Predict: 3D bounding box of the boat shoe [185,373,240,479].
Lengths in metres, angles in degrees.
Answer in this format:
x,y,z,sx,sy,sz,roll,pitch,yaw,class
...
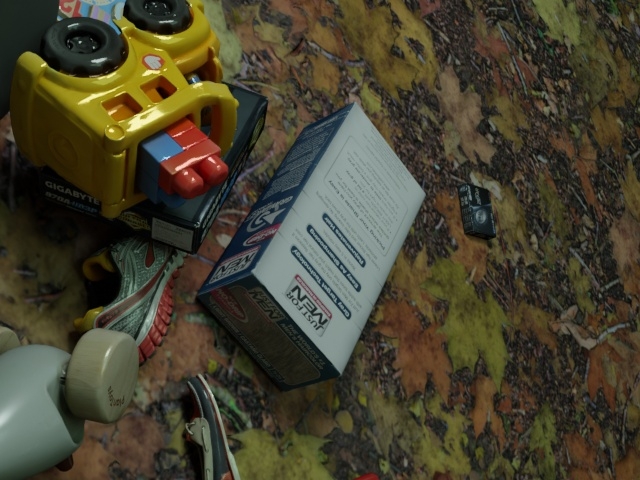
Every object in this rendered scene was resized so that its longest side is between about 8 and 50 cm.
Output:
x,y,z,sx,sy,sz,roll,pitch,yaw,class
-0.123,0.213,1.148,0.043,0.049,0.137,-17,86,-11,boat shoe

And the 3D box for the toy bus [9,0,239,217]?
x,y,z,sx,sy,sz,roll,pitch,yaw,class
-0.155,-0.122,1.038,0.211,0.149,0.220,39,52,21,toy bus

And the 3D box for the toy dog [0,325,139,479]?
x,y,z,sx,sy,sz,roll,pitch,yaw,class
-0.278,0.204,0.887,0.334,0.220,0.161,-39,135,-42,toy dog

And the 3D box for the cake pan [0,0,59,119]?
x,y,z,sx,sy,sz,roll,pitch,yaw,class
-0.336,-0.186,0.917,0.054,0.293,0.293,33,34,20,cake pan

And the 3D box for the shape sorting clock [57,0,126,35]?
x,y,z,sx,sy,sz,roll,pitch,yaw,class
-0.273,-0.319,1.220,0.206,0.040,0.206,23,57,-41,shape sorting clock

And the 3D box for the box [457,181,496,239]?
x,y,z,sx,sy,sz,roll,pitch,yaw,class
0.252,-0.047,1.713,0.067,0.018,0.083,15,63,-45,box

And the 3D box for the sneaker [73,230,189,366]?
x,y,z,sx,sy,sz,roll,pitch,yaw,class
-0.194,0.018,1.121,0.093,0.088,0.225,31,48,-28,sneaker

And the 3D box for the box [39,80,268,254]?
x,y,z,sx,sy,sz,roll,pitch,yaw,class
-0.173,-0.100,1.151,0.175,0.051,0.220,20,49,5,box

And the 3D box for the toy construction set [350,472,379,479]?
x,y,z,sx,sy,sz,roll,pitch,yaw,class
0.032,0.421,1.121,0.237,0.257,0.308,-11,61,-38,toy construction set

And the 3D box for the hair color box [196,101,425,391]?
x,y,z,sx,sy,sz,roll,pitch,yaw,class
0.000,0.000,1.335,0.174,0.105,0.347,50,42,-20,hair color box
